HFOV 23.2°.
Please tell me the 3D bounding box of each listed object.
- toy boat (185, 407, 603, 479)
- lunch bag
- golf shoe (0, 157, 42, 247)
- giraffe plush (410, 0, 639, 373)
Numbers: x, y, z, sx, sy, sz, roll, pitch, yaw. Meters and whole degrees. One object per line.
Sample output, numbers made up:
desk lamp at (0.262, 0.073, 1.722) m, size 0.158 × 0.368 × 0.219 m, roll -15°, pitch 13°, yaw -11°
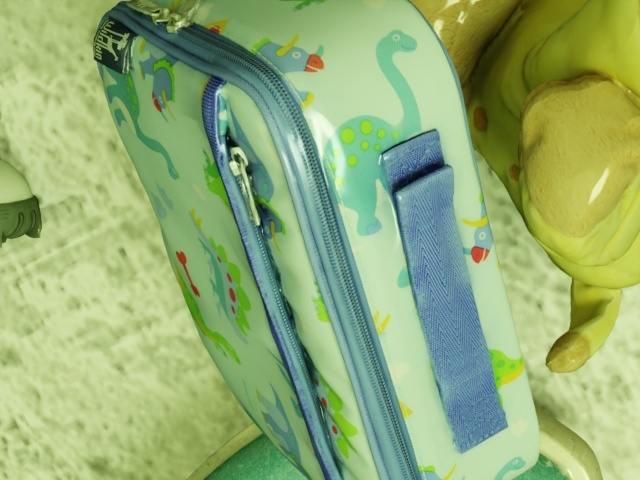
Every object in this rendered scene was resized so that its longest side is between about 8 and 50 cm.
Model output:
toy boat at (0.055, 0.218, 0.727) m, size 0.267 × 0.148 × 0.318 m, roll -41°, pitch 85°, yaw 30°
lunch bag at (0.000, 0.000, 0.606) m, size 0.176 × 0.090 × 0.219 m, roll 34°, pitch 147°, yaw 53°
golf shoe at (-0.262, -0.078, 0.824) m, size 0.273 × 0.105 × 0.120 m, roll 24°, pitch 108°, yaw 18°
giraffe plush at (0.088, -0.072, 0.635) m, size 0.170 × 0.181 × 0.210 m, roll 38°, pitch 155°, yaw 24°
